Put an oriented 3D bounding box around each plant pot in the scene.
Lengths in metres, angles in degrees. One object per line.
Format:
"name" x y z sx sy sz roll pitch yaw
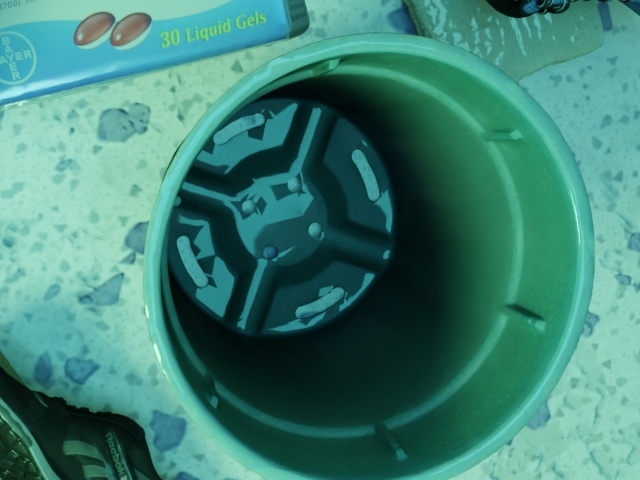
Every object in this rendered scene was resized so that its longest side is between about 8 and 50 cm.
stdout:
"plant pot" 0.000 0.000 0.956 0.341 0.334 0.341 -2 99 -15

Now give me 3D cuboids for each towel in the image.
"towel" 0.158 -0.289 1.106 0.187 0.049 0.282 -25 104 -9

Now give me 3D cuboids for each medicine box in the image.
"medicine box" -0.172 -0.284 0.926 0.263 0.149 0.289 -12 102 7

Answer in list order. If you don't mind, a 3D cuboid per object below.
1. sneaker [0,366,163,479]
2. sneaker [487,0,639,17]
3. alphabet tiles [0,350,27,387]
"sneaker" -0.237 0.198 1.051 0.283 0.107 0.124 54 44 -17
"sneaker" 0.219 -0.265 1.034 0.330 0.130 0.147 23 96 -27
"alphabet tiles" -0.350 0.235 1.028 0.237 0.009 0.198 -39 107 -25
